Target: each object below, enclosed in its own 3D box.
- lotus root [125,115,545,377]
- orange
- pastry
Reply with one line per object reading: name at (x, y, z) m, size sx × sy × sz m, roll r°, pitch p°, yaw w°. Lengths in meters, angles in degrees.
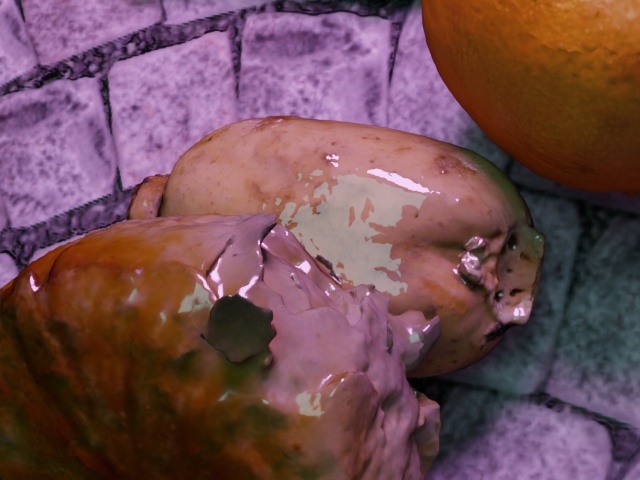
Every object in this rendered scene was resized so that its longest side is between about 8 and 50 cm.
lotus root at (0.000, 0.000, 0.801) m, size 0.284 × 0.146 × 0.160 m, roll 10°, pitch 65°, yaw 22°
orange at (0.193, -0.154, 0.741) m, size 0.261 × 0.261 × 0.261 m, roll -6°, pitch 71°, yaw 16°
pastry at (-0.083, 0.135, 0.724) m, size 0.329 × 0.136 × 0.330 m, roll 10°, pitch 113°, yaw 23°
